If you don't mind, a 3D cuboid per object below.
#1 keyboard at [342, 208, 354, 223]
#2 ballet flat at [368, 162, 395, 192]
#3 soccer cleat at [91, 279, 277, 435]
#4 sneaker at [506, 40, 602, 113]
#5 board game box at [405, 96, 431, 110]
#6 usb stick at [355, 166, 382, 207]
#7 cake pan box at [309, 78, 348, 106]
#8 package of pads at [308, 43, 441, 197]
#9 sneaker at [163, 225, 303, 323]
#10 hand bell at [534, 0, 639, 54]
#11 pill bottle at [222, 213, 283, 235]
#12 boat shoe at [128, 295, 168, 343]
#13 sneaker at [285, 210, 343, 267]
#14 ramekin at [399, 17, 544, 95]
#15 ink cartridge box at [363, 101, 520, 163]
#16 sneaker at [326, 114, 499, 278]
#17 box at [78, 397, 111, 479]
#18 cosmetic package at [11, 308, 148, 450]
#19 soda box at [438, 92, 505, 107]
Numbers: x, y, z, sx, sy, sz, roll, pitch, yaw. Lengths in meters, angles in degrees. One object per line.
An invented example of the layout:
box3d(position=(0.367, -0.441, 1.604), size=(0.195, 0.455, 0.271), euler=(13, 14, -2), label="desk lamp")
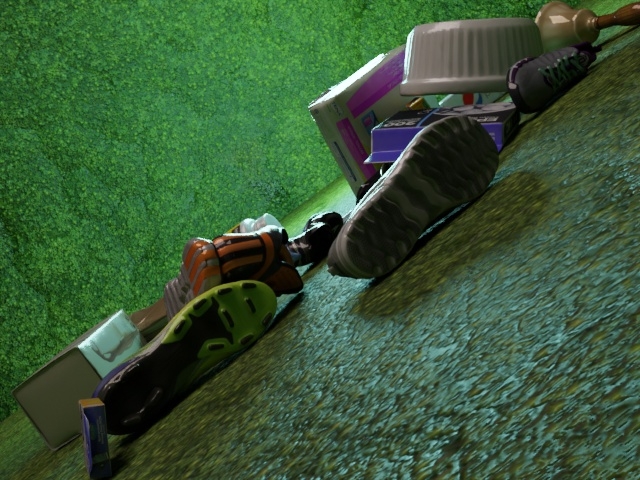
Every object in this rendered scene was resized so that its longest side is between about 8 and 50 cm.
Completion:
box3d(position=(-0.021, 0.014, 1.895), size=(0.256, 0.014, 0.072), euler=(-39, 1, -37), label="keyboard")
box3d(position=(0.114, -0.075, 1.471), size=(0.086, 0.086, 0.248), euler=(-32, 7, 33), label="ballet flat")
box3d(position=(-0.184, 0.148, 1.270), size=(0.289, 0.093, 0.121), euler=(-38, 3, -22), label="soccer cleat")
box3d(position=(0.375, -0.274, 1.531), size=(0.098, 0.083, 0.223), euler=(-25, 10, 40), label="sneaker")
box3d(position=(0.204, -0.203, 1.740), size=(0.039, 0.124, 0.259), euler=(-36, 5, 10), label="board game box")
box3d(position=(0.116, -0.095, 1.636), size=(0.045, 0.077, 0.278), euler=(4, 20, 19), label="usb stick")
box3d(position=(0.097, -0.254, 2.232), size=(0.070, 0.246, 0.267), euler=(-33, 6, 19), label="cake pan box")
box3d(position=(0.131, -0.228, 1.881), size=(0.101, 0.229, 0.296), euler=(-17, 19, 43), label="package of pads")
box3d(position=(-0.125, 0.080, 1.437), size=(0.180, 0.125, 0.321), euler=(-12, -18, -24), label="sneaker")
box3d(position=(0.522, -0.400, 1.760), size=(0.126, 0.126, 0.242), euler=(-38, 19, -24), label="hand bell")
box3d(position=(-0.183, 0.030, 2.196), size=(0.215, 0.117, 0.117), euler=(-34, 5, 19), label="pill bottle")
box3d(position=(-0.328, 0.181, 1.921), size=(0.285, 0.092, 0.103), euler=(-31, 24, 24), label="boat shoe")
box3d(position=(0.000, 0.000, 1.659), size=(0.078, 0.067, 0.188), euler=(-9, 16, 28), label="sneaker")
box3d(position=(0.278, -0.330, 1.734), size=(0.273, 0.127, 0.273), euler=(-2, 8, 0), label="ramekin")
box3d(position=(0.190, -0.168, 1.478), size=(0.206, 0.045, 0.208), euler=(-1, 20, 21), label="ink cartridge box")
box3d(position=(0.103, -0.056, 1.163), size=(0.281, 0.105, 0.115), euler=(-39, 6, -27), label="sneaker")
box3d(position=(-0.260, 0.227, 1.106), size=(0.028, 0.081, 0.136), euler=(-6, -3, -19), label="box")
box3d(position=(-0.415, 0.241, 1.726), size=(0.153, 0.129, 0.296), euler=(-34, 6, 6), label="cosmetic package")
box3d(position=(0.360, -0.336, 2.220), size=(0.216, 0.074, 0.069), euler=(-38, 6, -22), label="soda box")
